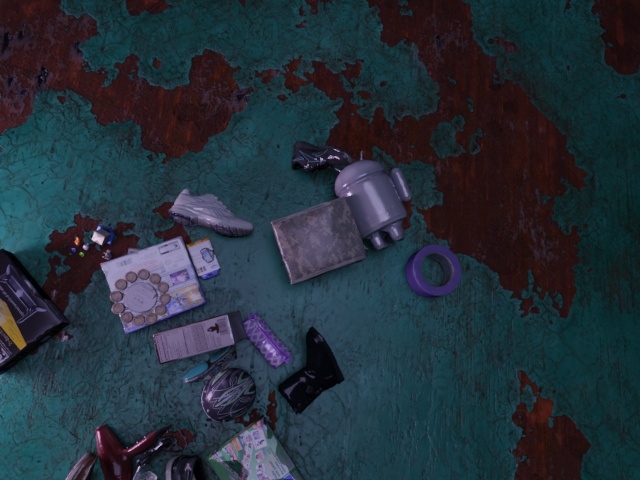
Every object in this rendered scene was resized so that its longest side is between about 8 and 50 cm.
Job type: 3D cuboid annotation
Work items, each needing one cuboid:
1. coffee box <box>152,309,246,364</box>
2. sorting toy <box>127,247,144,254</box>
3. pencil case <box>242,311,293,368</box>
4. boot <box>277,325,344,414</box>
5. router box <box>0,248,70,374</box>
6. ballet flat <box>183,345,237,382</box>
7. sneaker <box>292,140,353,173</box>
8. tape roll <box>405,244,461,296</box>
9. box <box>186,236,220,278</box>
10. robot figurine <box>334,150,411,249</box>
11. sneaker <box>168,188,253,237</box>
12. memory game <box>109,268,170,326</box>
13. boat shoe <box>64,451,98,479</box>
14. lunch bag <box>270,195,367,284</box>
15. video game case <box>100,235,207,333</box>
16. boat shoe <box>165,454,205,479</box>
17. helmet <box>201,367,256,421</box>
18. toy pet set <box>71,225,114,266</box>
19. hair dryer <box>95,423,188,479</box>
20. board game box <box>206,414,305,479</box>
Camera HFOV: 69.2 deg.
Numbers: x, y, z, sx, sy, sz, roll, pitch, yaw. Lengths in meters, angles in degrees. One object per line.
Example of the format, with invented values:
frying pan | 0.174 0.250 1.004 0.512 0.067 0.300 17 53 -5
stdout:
coffee box | -0.377 0.304 1.469 0.247 0.141 0.098 -16 84 6
sorting toy | -0.617 0.058 1.584 0.083 0.012 0.062 7 75 -9
pencil case | -0.182 0.333 1.560 0.206 0.088 0.086 48 50 2
boot | -0.049 0.431 1.524 0.207 0.094 0.246 -31 116 -17
router box | -0.989 0.219 1.441 0.243 0.081 0.309 -39 86 -17
ballet flat | -0.355 0.420 1.525 0.188 0.070 0.070 -34 85 -12
sneaker | 0.002 -0.290 1.696 0.267 0.101 0.106 17 82 40
tape roll | 0.418 0.116 1.729 0.189 0.080 0.188 2 76 -10
box | -0.404 0.065 1.616 0.081 0.028 0.136 -21 84 -15
robot figurine | 0.180 -0.142 1.682 0.300 0.200 0.353 -29 82 15
sneaker | -0.372 -0.098 1.622 0.297 0.111 0.129 19 68 -7
memory game | -0.579 0.183 1.494 0.186 0.012 0.186 2 81 -11
boat shoe | -0.715 0.783 1.346 0.116 0.123 0.324 23 82 -9
lunch bag | 0.000 0.000 1.615 0.287 0.169 0.235 -19 85 -1
video game case | -0.548 0.146 1.545 0.270 0.061 0.244 -20 85 -14
boat shoe | -0.365 0.813 1.385 0.113 0.127 0.340 -20 71 12
helmet | -0.287 0.486 1.466 0.170 0.161 0.169 2 76 -10
toy pet set | -0.747 0.009 1.561 0.122 0.065 0.114 29 108 0
hair dryer | -0.558 0.640 1.408 0.294 0.080 0.223 17 71 10
board game box | -0.185 0.759 1.480 0.214 0.046 0.317 -32 85 -15
